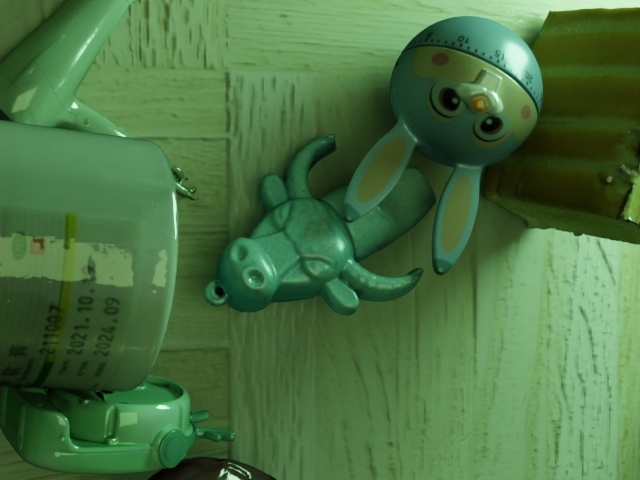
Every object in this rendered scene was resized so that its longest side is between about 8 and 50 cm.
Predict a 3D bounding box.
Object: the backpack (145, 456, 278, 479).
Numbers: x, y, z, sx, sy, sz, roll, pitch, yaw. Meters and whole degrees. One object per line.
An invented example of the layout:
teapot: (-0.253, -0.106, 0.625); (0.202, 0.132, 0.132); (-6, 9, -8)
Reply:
backpack: (-0.126, 0.362, 1.307); (0.317, 0.197, 0.283); (-45, 100, -18)

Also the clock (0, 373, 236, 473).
clock: (-0.189, 0.167, 1.301); (0.211, 0.159, 0.066); (3, 99, -28)

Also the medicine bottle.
medicine bottle: (-0.267, 0.014, 1.219); (0.232, 0.238, 0.238); (7, 89, -23)

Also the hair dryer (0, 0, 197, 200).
hair dryer: (-0.190, -0.134, 1.352); (0.237, 0.075, 0.206); (46, 69, -25)

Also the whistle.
whistle: (0.000, 0.000, 1.411); (0.274, 0.093, 0.186); (-28, 75, -22)

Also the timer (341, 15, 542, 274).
timer: (0.136, -0.119, 1.397); (0.175, 0.175, 0.255); (40, 46, -19)

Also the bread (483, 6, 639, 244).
bread: (0.306, -0.120, 1.450); (0.111, 0.246, 0.239); (26, 82, -30)
